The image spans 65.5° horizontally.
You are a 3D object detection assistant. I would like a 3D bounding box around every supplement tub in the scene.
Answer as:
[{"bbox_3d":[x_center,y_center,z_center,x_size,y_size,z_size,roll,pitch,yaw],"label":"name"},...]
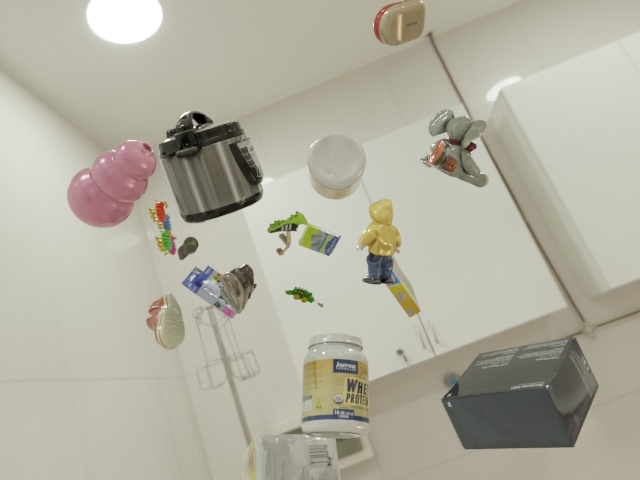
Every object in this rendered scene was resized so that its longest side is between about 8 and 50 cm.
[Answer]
[{"bbox_3d":[0.051,0.496,1.694,0.228,0.316,0.228,1,-28,0],"label":"supplement tub"},{"bbox_3d":[0.066,-0.308,2.135,0.241,0.241,0.331,-20,-6,-2],"label":"supplement tub"}]

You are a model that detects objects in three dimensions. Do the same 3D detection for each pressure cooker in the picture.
[{"bbox_3d":[-0.455,-0.314,2.011,0.375,0.420,0.370,-27,17,-34],"label":"pressure cooker"}]

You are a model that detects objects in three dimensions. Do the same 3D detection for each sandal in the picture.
[{"bbox_3d":[-0.680,0.044,2.591,0.060,0.090,0.219,-3,-24,-39],"label":"sandal"}]

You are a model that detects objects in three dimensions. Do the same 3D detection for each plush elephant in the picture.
[{"bbox_3d":[0.580,-0.406,2.078,0.330,0.272,0.255,4,-58,-44],"label":"plush elephant"}]

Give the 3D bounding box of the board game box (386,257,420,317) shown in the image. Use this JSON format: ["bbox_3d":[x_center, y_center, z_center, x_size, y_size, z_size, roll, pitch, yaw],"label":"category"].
[{"bbox_3d":[0.354,0.179,2.370,0.064,0.316,0.242,-31,25,14],"label":"board game box"}]

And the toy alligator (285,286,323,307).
[{"bbox_3d":[-0.061,0.240,2.177,0.190,0.056,0.051,22,-67,-16],"label":"toy alligator"}]

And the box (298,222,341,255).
[{"bbox_3d":[0.000,0.000,2.273,0.178,0.042,0.109,21,-71,-20],"label":"box"}]

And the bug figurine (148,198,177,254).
[{"bbox_3d":[-0.647,-0.048,2.073,0.072,0.216,0.279,-11,-9,-12],"label":"bug figurine"}]

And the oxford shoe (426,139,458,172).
[{"bbox_3d":[0.442,-0.289,1.755,0.097,0.098,0.271,-57,-9,20],"label":"oxford shoe"}]

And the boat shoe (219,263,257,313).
[{"bbox_3d":[-0.315,0.195,1.991,0.130,0.132,0.355,-36,-9,-22],"label":"boat shoe"}]

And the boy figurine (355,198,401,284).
[{"bbox_3d":[0.192,0.003,1.649,0.177,0.285,0.092,-3,5,-31],"label":"boy figurine"}]

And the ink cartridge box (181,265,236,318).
[{"bbox_3d":[-0.531,0.246,2.527,0.065,0.311,0.186,-53,6,29],"label":"ink cartridge box"}]

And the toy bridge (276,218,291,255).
[{"bbox_3d":[-0.149,-0.005,2.085,0.026,0.063,0.188,-17,-40,-33],"label":"toy bridge"}]

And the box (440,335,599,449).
[{"bbox_3d":[0.603,0.465,1.510,0.343,0.179,0.312,-25,0,44],"label":"box"}]

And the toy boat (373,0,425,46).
[{"bbox_3d":[0.282,-0.832,1.889,0.231,0.151,0.151,-30,-47,-33],"label":"toy boat"}]

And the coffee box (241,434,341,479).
[{"bbox_3d":[-0.129,1.013,2.048,0.338,0.337,0.334,7,-38,-19],"label":"coffee box"}]

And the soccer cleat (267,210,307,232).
[{"bbox_3d":[-0.134,-0.057,1.986,0.179,0.060,0.072,-21,-54,28],"label":"soccer cleat"}]

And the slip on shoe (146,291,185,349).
[{"bbox_3d":[-0.520,0.274,1.643,0.101,0.123,0.331,-30,23,-7],"label":"slip on shoe"}]

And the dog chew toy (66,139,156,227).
[{"bbox_3d":[-0.649,-0.190,1.583,0.332,0.206,0.207,-39,-23,21],"label":"dog chew toy"}]
